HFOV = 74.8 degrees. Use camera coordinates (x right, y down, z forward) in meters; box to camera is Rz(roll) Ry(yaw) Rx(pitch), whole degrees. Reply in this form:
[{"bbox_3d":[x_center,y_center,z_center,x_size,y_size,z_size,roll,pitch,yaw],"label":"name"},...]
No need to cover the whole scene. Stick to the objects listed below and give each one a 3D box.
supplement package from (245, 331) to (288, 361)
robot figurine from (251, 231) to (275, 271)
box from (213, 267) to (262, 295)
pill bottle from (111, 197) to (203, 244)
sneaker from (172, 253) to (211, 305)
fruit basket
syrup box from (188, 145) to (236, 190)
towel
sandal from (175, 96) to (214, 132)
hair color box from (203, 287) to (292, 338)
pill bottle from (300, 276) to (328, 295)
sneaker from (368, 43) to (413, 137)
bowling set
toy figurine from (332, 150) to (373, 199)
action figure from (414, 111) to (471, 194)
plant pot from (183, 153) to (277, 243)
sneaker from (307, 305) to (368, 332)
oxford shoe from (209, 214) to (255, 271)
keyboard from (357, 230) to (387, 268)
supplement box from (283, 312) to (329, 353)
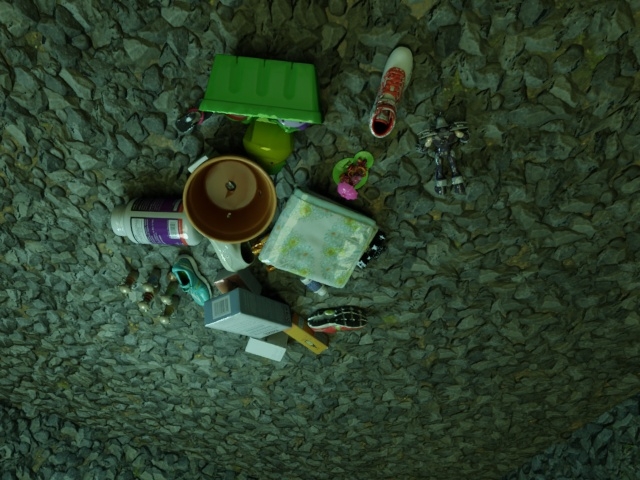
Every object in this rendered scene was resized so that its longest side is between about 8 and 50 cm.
[{"bbox_3d":[-0.258,0.492,2.031,0.179,0.105,0.105,19,125,-8],"label":"supplement package"},{"bbox_3d":[-0.118,0.017,1.695,0.291,0.085,0.211,-23,120,21],"label":"robot figurine"},{"bbox_3d":[-0.360,0.196,1.842,0.130,0.091,0.170,-22,120,20],"label":"box"},{"bbox_3d":[-0.623,-0.075,1.624,0.323,0.181,0.181,2,125,5],"label":"pill bottle"},{"bbox_3d":[-0.577,0.192,1.850,0.107,0.110,0.275,-13,123,14],"label":"sneaker"},{"bbox_3d":[-0.172,-0.376,1.337,0.392,0.283,0.392,1,107,3],"label":"fruit basket"},{"bbox_3d":[-0.364,-0.219,1.548,0.093,0.096,0.237,-30,118,21],"label":"syrup box"},{"bbox_3d":[0.000,0.000,1.585,0.374,0.090,0.320,22,107,-23],"label":"towel"},{"bbox_3d":[-0.432,-0.426,1.443,0.179,0.040,0.067,-29,117,23],"label":"sandal"},{"bbox_3d":[-0.302,0.322,1.804,0.185,0.113,0.374,-22,151,21],"label":"hair color box"},{"bbox_3d":[-0.024,0.184,1.814,0.067,0.067,0.120,-35,115,26],"label":"pill bottle"},{"bbox_3d":[0.221,-0.452,1.295,0.090,0.145,0.270,17,125,-6],"label":"sneaker"},{"bbox_3d":[-0.725,0.214,1.853,0.287,0.154,0.200,36,121,-19],"label":"bowling set"},{"bbox_3d":[0.118,-0.214,1.464,0.130,0.159,0.173,37,120,-19],"label":"toy figurine"},{"bbox_3d":[0.418,-0.295,1.421,0.185,0.099,0.285,-6,121,19],"label":"action figure"},{"bbox_3d":[-0.303,-0.160,1.410,0.291,0.203,0.290,-5,113,-11],"label":"plant pot"},{"bbox_3d":[0.083,0.375,1.936,0.279,0.107,0.118,-3,143,12],"label":"sneaker"},{"bbox_3d":[-0.376,-0.055,1.625,0.130,0.169,0.449,-10,131,16],"label":"oxford shoe"},{"bbox_3d":[0.207,0.036,1.717,0.100,0.038,0.192,37,125,9],"label":"keyboard"},{"bbox_3d":[-0.067,0.444,1.996,0.233,0.080,0.078,40,120,-19],"label":"supplement box"}]
